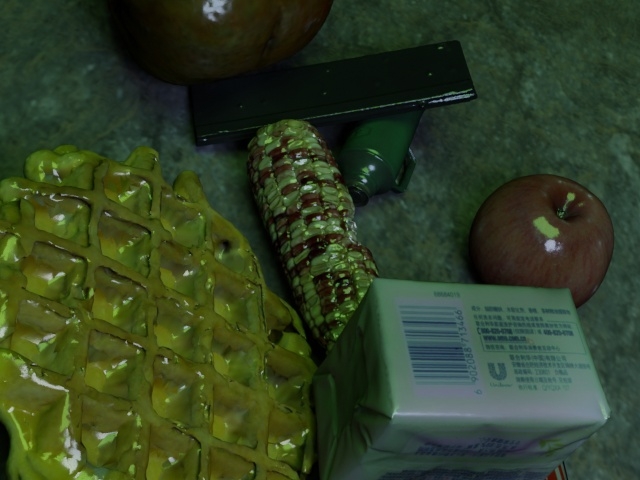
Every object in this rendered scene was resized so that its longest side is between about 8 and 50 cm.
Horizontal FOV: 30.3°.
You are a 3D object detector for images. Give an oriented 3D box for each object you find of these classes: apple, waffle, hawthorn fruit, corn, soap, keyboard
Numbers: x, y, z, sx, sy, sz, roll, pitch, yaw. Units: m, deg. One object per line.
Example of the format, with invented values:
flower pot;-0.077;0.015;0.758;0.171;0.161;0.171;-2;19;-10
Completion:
apple;0.236;-0.001;1.248;0.153;0.120;0.153;8;52;-11
waffle;-0.149;0.082;1.012;0.382;0.095;0.379;53;33;1
hawthorn fruit;-0.096;-0.317;1.288;0.300;0.268;0.268;-22;63;-28
corn;0.000;0.000;1.185;0.098;0.098;0.290;-8;53;-21
soap;0.109;0.135;1.007;0.199;0.182;0.138;4;53;-18
keyboard;0.012;-0.161;1.299;0.309;0.018;0.101;-10;48;-1

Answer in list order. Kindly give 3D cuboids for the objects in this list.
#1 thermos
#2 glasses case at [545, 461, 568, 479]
thermos;0.066;-0.111;1.316;0.073;0.083;0.188;9;50;21
glasses case;0.187;0.181;1.146;0.073;0.049;0.195;1;55;-13
